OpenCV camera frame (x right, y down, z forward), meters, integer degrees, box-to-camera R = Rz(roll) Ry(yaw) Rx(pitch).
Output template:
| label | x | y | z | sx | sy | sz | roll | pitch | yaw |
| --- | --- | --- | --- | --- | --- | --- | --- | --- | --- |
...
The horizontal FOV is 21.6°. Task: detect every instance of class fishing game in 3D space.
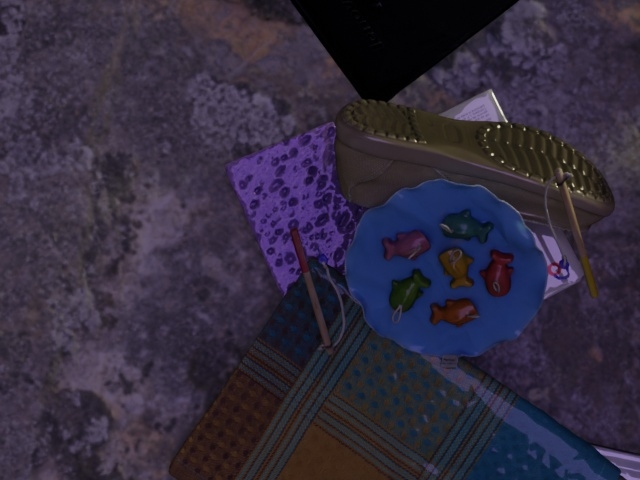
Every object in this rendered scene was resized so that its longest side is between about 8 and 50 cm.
| label | x | y | z | sx | sy | sz | roll | pitch | yaw |
| --- | --- | --- | --- | --- | --- | --- | --- | --- | --- |
| fishing game | 0.111 | 0.035 | 1.506 | 0.264 | 0.041 | 0.189 | -9 | 118 | 11 |

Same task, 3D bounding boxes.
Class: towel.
| label | x | y | z | sx | sy | sz | roll | pitch | yaw |
| --- | --- | --- | --- | --- | --- | --- | --- | --- | --- |
| towel | 0.071 | 0.225 | 1.602 | 0.370 | 0.040 | 0.271 | 35 | 101 | 5 |

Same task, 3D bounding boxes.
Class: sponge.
| label | x | y | z | sx | sy | sz | roll | pitch | yaw |
| --- | --- | --- | --- | --- | --- | --- | --- | --- | --- |
| sponge | 0.000 | 0.000 | 1.643 | 0.117 | 0.031 | 0.210 | -24 | 89 | -1 |

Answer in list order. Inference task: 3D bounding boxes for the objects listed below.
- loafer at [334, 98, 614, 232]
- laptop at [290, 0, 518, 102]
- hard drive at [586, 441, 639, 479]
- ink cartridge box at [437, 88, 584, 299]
| label | x | y | z | sx | sy | sz | roll | pitch | yaw |
| --- | --- | --- | --- | --- | --- | --- | --- | --- | --- |
| loafer | 0.135 | -0.056 | 1.530 | 0.268 | 0.102 | 0.092 | 15 | 124 | -6 |
| laptop | 0.129 | -0.417 | 1.660 | 0.408 | 0.236 | 0.382 | -36 | 90 | -30 |
| hard drive | 0.307 | 0.389 | 1.631 | 0.233 | 0.047 | 0.353 | 13 | 88 | -1 |
| ink cartridge box | 0.142 | -0.022 | 1.617 | 0.148 | 0.086 | 0.203 | -26 | 90 | 0 |
